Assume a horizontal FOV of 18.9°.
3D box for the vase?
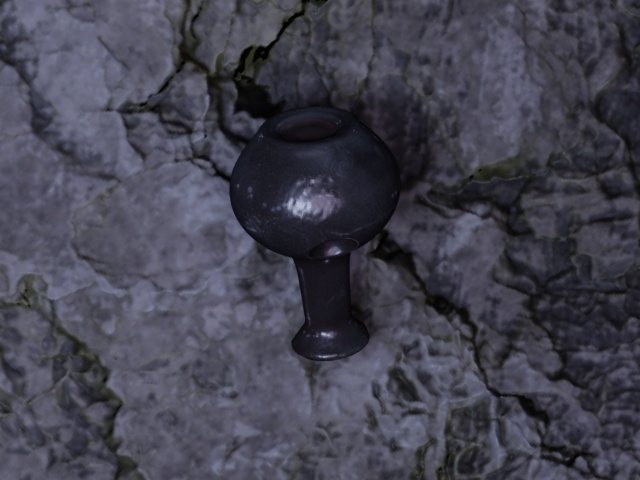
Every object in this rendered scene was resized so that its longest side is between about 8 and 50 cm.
[{"bbox_3d":[0.000,0.000,1.365,0.120,0.120,0.183,-11,120,-9],"label":"vase"}]
